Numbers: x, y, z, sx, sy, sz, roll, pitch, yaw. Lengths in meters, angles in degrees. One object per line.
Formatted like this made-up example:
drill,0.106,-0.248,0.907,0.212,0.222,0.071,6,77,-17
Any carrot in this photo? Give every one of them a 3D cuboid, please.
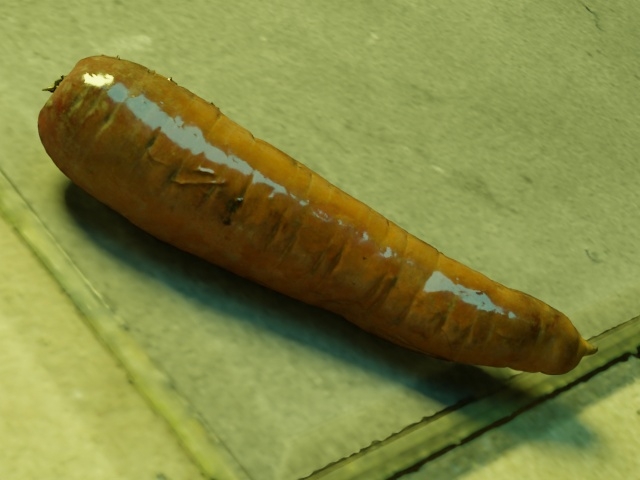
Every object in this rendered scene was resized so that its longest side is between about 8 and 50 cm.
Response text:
carrot,0.000,0.000,0.510,0.248,0.059,0.059,28,35,-8
